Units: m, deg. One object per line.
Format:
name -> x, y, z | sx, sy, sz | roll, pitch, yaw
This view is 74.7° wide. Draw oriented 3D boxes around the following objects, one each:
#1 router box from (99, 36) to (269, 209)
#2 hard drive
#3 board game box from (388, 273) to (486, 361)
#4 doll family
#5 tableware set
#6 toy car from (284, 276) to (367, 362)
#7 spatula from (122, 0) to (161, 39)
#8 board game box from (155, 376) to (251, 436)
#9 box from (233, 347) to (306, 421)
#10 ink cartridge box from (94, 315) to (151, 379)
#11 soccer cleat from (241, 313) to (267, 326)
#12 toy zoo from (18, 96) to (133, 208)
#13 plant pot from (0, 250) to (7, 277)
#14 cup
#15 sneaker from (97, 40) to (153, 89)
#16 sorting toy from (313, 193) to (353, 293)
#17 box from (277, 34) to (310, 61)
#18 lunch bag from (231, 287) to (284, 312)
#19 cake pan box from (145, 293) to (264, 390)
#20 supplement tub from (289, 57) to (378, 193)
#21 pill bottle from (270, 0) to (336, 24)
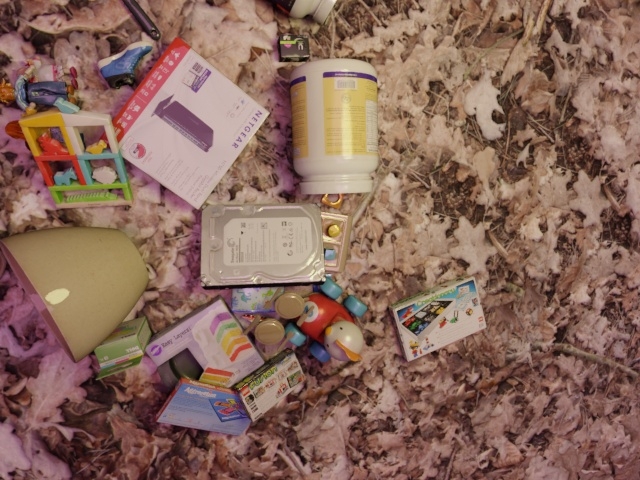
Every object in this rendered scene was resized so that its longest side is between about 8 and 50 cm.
router box -> -0.356, -0.307, 1.136 | 0.301, 0.082, 0.336 | 36, 88, -15
hard drive -> -0.160, 0.013, 1.176 | 0.338, 0.064, 0.237 | -1, 72, -6
board game box -> 0.394, 0.256, 1.404 | 0.305, 0.053, 0.193 | -20, 102, -10
doll family -> -0.695, -0.329, 1.033 | 0.163, 0.118, 0.263 | -4, 98, -13
tableware set -> -0.117, 0.220, 1.206 | 0.128, 0.039, 0.194 | 31, 108, -19
toy car -> 0.040, 0.264, 1.212 | 0.210, 0.238, 0.219 | 37, 91, -22
spatula -> -0.521, -0.650, 1.080 | 0.084, 0.030, 0.297 | -39, 104, -5
board game box -> -0.313, 0.488, 1.220 | 0.281, 0.027, 0.145 | 30, 101, -34
box -> -0.148, 0.430, 1.264 | 0.206, 0.036, 0.114 | -30, 104, -33
ink cartridge box -> -0.522, 0.274, 1.105 | 0.108, 0.209, 0.062 | -17, 103, -11
soccer cleat -> -0.200, 0.245, 1.274 | 0.083, 0.029, 0.036 | 15, 89, -19
toy zoo -> -0.594, -0.208, 1.033 | 0.192, 0.030, 0.294 | -5, 132, -10
plant pot -> -0.978, 0.041, 0.936 | 0.305, 0.334, 0.334 | 42, 86, -3
cup -> -0.579, 0.094, 1.042 | 0.236, 0.331, 0.331 | -34, 105, -36
sneaker -> -0.494, -0.451, 1.096 | 0.152, 0.058, 0.085 | -28, 97, -4
sorting toy -> 0.000, 0.000, 1.280 | 0.195, 0.047, 0.348 | 8, 95, -14
box -> -0.077, -0.544, 1.189 | 0.083, 0.052, 0.062 | -7, 98, -14
lunch bag -> -0.180, 0.142, 1.230 | 0.151, 0.096, 0.129 | 3, 96, -4
cake pan box -> -0.340, 0.331, 1.231 | 0.266, 0.070, 0.246 | -31, 101, -7
supplement tub -> 0.040, -0.297, 1.151 | 0.240, 0.241, 0.332 | -4, 98, -13
pill bottle -> -0.098, -0.718, 1.095 | 0.322, 0.181, 0.182 | 30, 89, -15
